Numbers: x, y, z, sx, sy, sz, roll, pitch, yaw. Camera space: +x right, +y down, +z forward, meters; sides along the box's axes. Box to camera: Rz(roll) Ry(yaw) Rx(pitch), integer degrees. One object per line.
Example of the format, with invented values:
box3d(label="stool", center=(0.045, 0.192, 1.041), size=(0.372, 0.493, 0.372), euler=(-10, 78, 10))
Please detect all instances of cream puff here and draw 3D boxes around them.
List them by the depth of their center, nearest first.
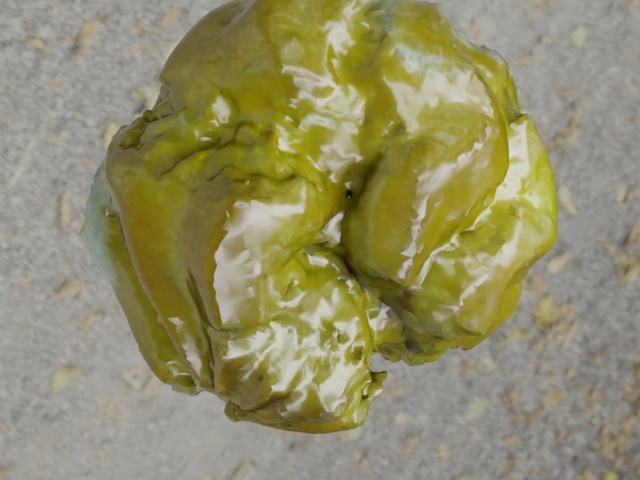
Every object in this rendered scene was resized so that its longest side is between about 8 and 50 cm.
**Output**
box3d(label="cream puff", center=(0.000, 0.000, 1.065), size=(0.378, 0.378, 0.276), euler=(50, 34, -43))
